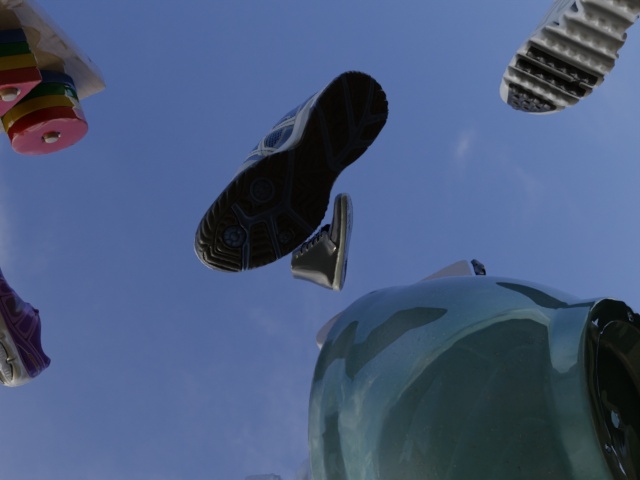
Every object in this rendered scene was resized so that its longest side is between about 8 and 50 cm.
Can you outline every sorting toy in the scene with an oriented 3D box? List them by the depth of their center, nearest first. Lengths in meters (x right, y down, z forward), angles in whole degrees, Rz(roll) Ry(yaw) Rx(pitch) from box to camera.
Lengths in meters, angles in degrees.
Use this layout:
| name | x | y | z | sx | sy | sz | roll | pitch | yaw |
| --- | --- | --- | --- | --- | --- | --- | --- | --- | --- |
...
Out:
| name | x | y | z | sx | sy | sz | roll | pitch | yaw |
| --- | --- | --- | --- | --- | --- | --- | --- | --- | --- |
| sorting toy | -0.380 | -0.142 | 0.783 | 0.255 | 0.257 | 0.089 | -23 | -101 | 0 |

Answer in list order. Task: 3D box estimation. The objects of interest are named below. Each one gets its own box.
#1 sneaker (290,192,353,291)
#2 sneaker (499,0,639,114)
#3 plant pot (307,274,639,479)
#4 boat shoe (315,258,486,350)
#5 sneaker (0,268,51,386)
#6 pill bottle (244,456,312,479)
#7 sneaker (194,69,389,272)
| name | x | y | z | sx | sy | sz | roll | pitch | yaw |
| --- | --- | --- | --- | --- | --- | --- | --- | --- | --- |
| sneaker | 0.000 | 0.000 | 1.546 | 0.118 | 0.083 | 0.222 | 10 | -67 | 9 |
| sneaker | 0.323 | -0.272 | 0.891 | 0.110 | 0.292 | 0.118 | 28 | -133 | -6 |
| plant pot | 0.161 | 0.152 | 0.572 | 0.293 | 0.196 | 0.293 | 23 | -124 | -39 |
| boat shoe | 0.172 | 0.174 | 1.374 | 0.340 | 0.127 | 0.158 | -23 | -68 | 14 |
| sneaker | -0.356 | 0.079 | 0.830 | 0.071 | 0.068 | 0.170 | -23 | -86 | -56 |
| pill bottle | 0.040 | 0.240 | 0.627 | 0.208 | 0.117 | 0.118 | -4 | -93 | 3 |
| sneaker | -0.026 | -0.054 | 0.634 | 0.211 | 0.081 | 0.080 | -46 | -74 | -14 |
